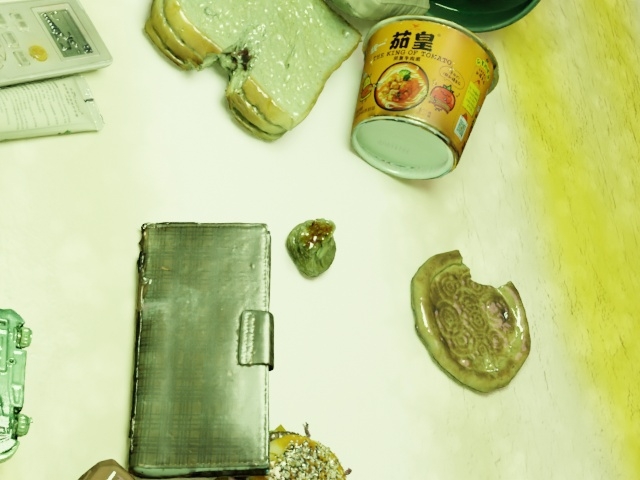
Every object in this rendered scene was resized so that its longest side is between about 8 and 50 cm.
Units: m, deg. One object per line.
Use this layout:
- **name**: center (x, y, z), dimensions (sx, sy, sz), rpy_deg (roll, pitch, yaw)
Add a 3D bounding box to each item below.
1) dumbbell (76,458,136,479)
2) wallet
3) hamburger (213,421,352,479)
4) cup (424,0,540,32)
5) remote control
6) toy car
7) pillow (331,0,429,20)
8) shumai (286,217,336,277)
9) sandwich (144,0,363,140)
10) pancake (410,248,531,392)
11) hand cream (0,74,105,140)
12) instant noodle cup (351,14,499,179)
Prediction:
- **dumbbell**: center (-0.178, 0.337, 1.122), dimensions (0.231, 0.082, 0.092), rpy_deg (45, 49, -12)
- **wallet**: center (-0.139, 0.125, 1.236), dimensions (0.169, 0.044, 0.317), rpy_deg (0, 64, -3)
- **hamburger**: center (-0.038, 0.309, 1.235), dimensions (0.164, 0.093, 0.189), rpy_deg (49, 51, -9)
- **cup**: center (0.285, -0.599, 1.768), dimensions (0.401, 0.310, 0.392), rpy_deg (53, 43, -8)
- **remote control**: center (-0.402, -0.224, 1.235), dimensions (0.313, 0.055, 0.109), rpy_deg (-22, 76, -46)
- **toy car**: center (-0.357, 0.152, 1.088), dimensions (0.093, 0.058, 0.186), rpy_deg (15, 50, -31)
- **pillow**: center (0.047, -0.443, 1.577), dimensions (0.255, 0.120, 0.322), rpy_deg (55, 22, 5)
- **shumai**: center (0.000, 0.000, 1.414), dimensions (0.082, 0.080, 0.083), rpy_deg (29, 53, -26)
- **sandwich**: center (-0.099, -0.298, 1.468), dimensions (0.273, 0.095, 0.249), rpy_deg (43, 52, -16)
- **pancake**: center (0.230, 0.122, 1.569), dimensions (0.235, 0.029, 0.212), rpy_deg (25, 58, -24)
- **hand cream**: center (-0.367, -0.153, 1.234), dimensions (0.234, 0.050, 0.080), rpy_deg (-17, 80, -45)
- **instant noodle cup**: center (0.145, -0.205, 1.547), dimensions (0.216, 0.216, 0.172), rpy_deg (29, 64, -24)
